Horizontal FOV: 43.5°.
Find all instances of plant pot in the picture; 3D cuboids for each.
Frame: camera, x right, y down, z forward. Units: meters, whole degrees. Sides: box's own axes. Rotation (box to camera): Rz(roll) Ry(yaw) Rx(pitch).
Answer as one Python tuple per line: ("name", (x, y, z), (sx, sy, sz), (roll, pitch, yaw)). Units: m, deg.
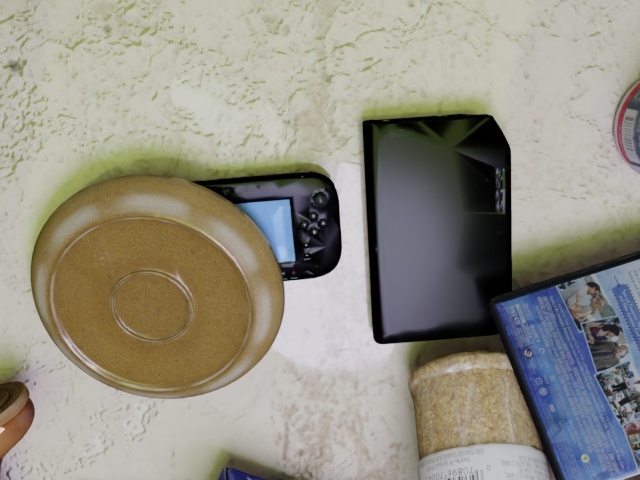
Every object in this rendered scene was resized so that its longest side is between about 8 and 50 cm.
("plant pot", (-0.151, 0.055, 0.731), (0.236, 0.032, 0.236), (1, 116, 3))

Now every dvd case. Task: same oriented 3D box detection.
("dvd case", (0.297, 0.098, 0.707), (0.253, 0.022, 0.180), (-17, 71, -4))

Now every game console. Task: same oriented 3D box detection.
("game console", (0.000, 0.000, 0.750), (0.361, 0.044, 0.213), (-5, 104, -2))

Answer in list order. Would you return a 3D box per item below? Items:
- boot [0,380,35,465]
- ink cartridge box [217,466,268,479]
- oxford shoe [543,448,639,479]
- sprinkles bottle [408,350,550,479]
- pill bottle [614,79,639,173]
("boot", (-0.316, 0.281, 0.761), (0.283, 0.109, 0.220), (-40, 102, 9))
("ink cartridge box", (-0.020, 0.400, 0.773), (0.395, 0.151, 0.270), (23, 100, -17))
("oxford shoe", (0.349, 0.288, 0.821), (0.364, 0.133, 0.130), (41, 55, -23))
("sprinkles bottle", (0.150, 0.277, 0.682), (0.121, 0.121, 0.355), (0, 59, -4))
("pill bottle", (0.335, -0.090, 0.679), (0.108, 0.180, 0.108), (-1, 104, -4))
